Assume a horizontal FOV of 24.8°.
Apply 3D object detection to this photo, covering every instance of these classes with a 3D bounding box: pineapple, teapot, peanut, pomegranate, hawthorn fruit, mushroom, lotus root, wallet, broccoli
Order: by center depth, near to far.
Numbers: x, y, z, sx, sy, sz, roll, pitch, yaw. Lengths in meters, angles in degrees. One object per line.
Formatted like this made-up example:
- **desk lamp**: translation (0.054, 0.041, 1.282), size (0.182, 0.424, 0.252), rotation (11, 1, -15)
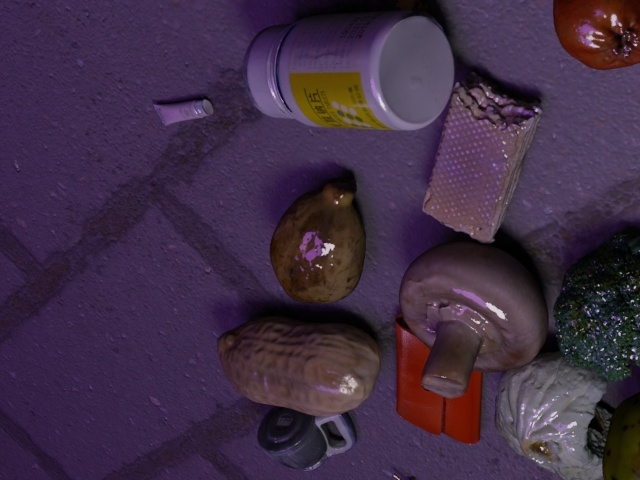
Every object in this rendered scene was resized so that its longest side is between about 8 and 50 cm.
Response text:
- **hawthorn fruit**: translation (0.307, -0.240, 1.558), size (0.128, 0.128, 0.128), rotation (24, 139, 23)
- **pineapple**: translation (0.111, -0.282, 1.765), size (0.045, 0.019, 0.083), rotation (-2, 124, 35)
- **broccoli**: translation (0.368, 0.083, 1.796), size (0.195, 0.156, 0.195), rotation (172, 90, -71)
- **pomegranate**: translation (0.468, 0.299, 1.873), size (0.198, 0.198, 0.246), rotation (4, 131, 39)
- **mushroom**: translation (0.190, 0.115, 1.915), size (0.207, 0.215, 0.207), rotation (18, 143, 14)
- **lotus root**: translation (0.000, 0.000, 2.054), size (0.138, 0.138, 0.214), rotation (27, 129, 19)
- **wallet**: translation (0.174, 0.206, 2.157), size (0.142, 0.045, 0.204), rotation (22, 137, 25)
- **peanut**: translation (-0.035, 0.193, 2.250), size (0.313, 0.152, 0.152), rotation (2, 127, 39)
- **teapot**: translation (-0.020, 0.320, 2.414), size (0.108, 0.149, 0.111), rotation (53, -178, -37)

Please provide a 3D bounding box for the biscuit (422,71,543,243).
- **biscuit**: translation (0.201, -0.101, 1.826), size (0.108, 0.062, 0.239), rotation (28, 141, 14)

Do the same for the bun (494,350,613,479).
- **bun**: translation (0.330, 0.252, 1.983), size (0.212, 0.126, 0.204), rotation (35, 146, -9)

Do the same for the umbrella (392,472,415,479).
- **umbrella**: translation (0.183, 0.433, 2.385), size (0.165, 0.025, 0.027), rotation (41, 124, -3)

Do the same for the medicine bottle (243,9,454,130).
- **medicine bottle**: translation (0.030, -0.209, 1.791), size (0.258, 0.143, 0.143), rotation (9, 132, 49)

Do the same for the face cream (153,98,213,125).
- **face cream**: translation (-0.201, -0.188, 2.125), size (0.115, 0.020, 0.038), rotation (-2, 125, 46)
